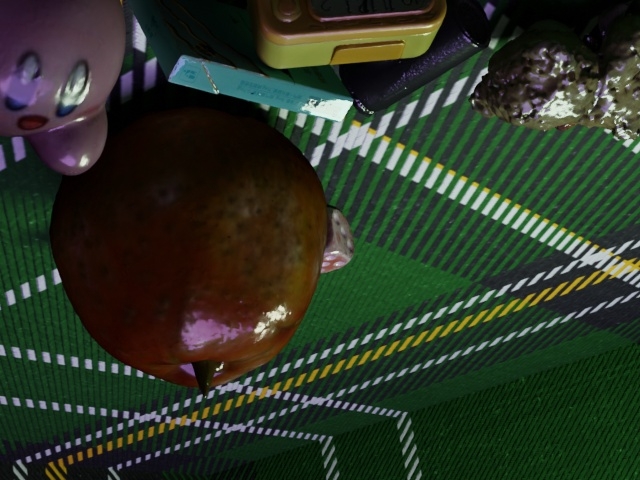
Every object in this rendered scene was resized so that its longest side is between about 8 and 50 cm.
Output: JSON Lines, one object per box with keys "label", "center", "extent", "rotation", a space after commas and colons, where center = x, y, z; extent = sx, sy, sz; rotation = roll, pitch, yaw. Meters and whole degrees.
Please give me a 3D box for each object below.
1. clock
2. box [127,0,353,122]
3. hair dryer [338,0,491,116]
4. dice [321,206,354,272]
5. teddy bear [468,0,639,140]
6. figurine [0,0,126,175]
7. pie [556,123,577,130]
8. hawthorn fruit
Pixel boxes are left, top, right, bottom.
{"label": "clock", "center": [0.024, -0.269, 1.259], "extent": [0.202, 0.143, 0.096], "rotation": [-7, 161, -11]}
{"label": "box", "center": [-0.090, -0.214, 1.317], "extent": [0.229, 0.162, 0.041], "rotation": [9, 126, -36]}
{"label": "hair dryer", "center": [0.062, -0.256, 1.410], "extent": [0.197, 0.089, 0.251], "rotation": [-25, 148, 35]}
{"label": "dice", "center": [0.000, 0.000, 2.015], "extent": [0.094, 0.093, 0.091], "rotation": [-17, 158, 19]}
{"label": "teddy bear", "center": [0.328, -0.216, 1.529], "extent": [0.256, 0.156, 0.267], "rotation": [2, 157, -25]}
{"label": "figurine", "center": [-0.312, -0.220, 1.173], "extent": [0.270, 0.261, 0.211], "rotation": [9, 124, -39]}
{"label": "pie", "center": [0.388, -0.205, 1.747], "extent": [0.092, 0.034, 0.170], "rotation": [-6, 160, -22]}
{"label": "hawthorn fruit", "center": [-0.175, 0.027, 1.605], "extent": [0.403, 0.403, 0.403], "rotation": [-9, 159, -3]}
